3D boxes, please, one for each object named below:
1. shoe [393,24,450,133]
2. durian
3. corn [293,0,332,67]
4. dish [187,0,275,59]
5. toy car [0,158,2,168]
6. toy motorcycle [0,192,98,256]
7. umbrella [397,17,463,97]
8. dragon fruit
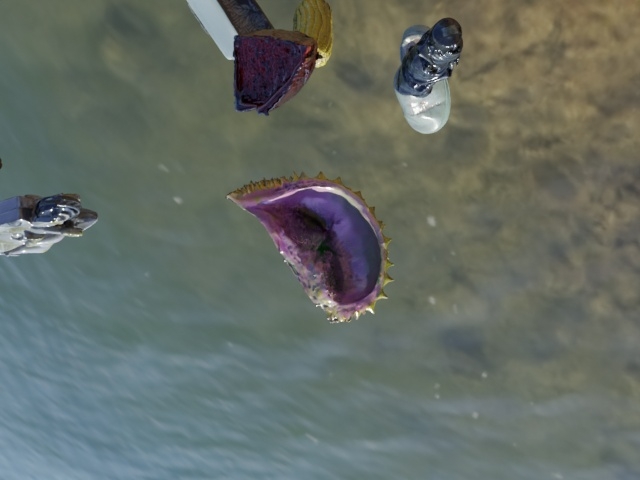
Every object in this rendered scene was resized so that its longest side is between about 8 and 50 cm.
[{"bbox_3d":[0.210,-0.327,1.707,0.103,0.100,0.251,10,129,28],"label":"shoe"},{"bbox_3d":[0.008,-0.007,1.221,0.187,0.153,0.260,-20,107,13],"label":"durian"},{"bbox_3d":[-0.013,-0.360,1.392,0.072,0.203,0.072,0,129,-1],"label":"corn"},{"bbox_3d":[-0.189,-0.450,1.582,0.080,0.182,0.243,-28,107,24],"label":"dish"},{"bbox_3d":[-0.353,-0.094,0.784,0.093,0.041,0.025,43,112,-2],"label":"toy car"},{"bbox_3d":[-0.454,-0.020,1.237,0.225,0.073,0.152,-12,162,9],"label":"toy motorcycle"},{"bbox_3d":[0.152,-0.245,1.054,0.071,0.080,0.224,11,178,-1],"label":"umbrella"},{"bbox_3d":[-0.054,-0.264,1.251,0.161,0.127,0.120,14,117,36],"label":"dragon fruit"}]
